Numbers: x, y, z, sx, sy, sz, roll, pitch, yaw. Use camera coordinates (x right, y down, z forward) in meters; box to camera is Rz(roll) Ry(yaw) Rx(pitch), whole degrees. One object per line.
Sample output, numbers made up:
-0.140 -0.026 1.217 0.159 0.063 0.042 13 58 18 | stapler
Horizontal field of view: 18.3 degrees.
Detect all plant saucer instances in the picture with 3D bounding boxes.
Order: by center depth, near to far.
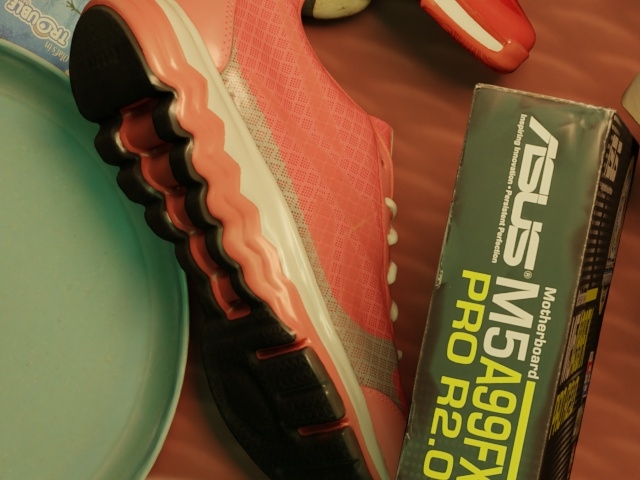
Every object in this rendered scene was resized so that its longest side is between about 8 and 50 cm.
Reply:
-0.221 0.041 1.074 0.318 0.044 0.317 0 90 10 | plant saucer

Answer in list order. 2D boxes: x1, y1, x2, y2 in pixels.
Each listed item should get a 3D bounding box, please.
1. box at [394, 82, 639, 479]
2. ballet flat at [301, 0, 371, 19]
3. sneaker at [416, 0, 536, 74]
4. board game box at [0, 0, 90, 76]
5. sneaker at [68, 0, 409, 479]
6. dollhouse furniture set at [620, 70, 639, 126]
0.092 0.048 0.907 0.060 0.270 0.216 12 91 11 | box
-0.050 -0.165 1.042 0.173 0.049 0.057 30 95 8 | ballet flat
0.069 -0.202 1.005 0.128 0.087 0.221 -37 86 9 | sneaker
-0.122 -0.129 1.068 0.090 0.020 0.090 34 96 8 | board game box
0.000 0.000 1.003 0.136 0.116 0.314 -30 101 -29 | sneaker
0.245 -0.185 0.981 0.303 0.174 0.355 -55 43 22 | dollhouse furniture set
